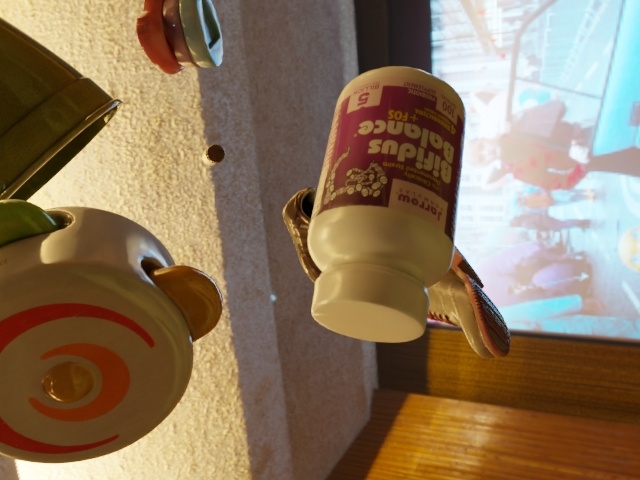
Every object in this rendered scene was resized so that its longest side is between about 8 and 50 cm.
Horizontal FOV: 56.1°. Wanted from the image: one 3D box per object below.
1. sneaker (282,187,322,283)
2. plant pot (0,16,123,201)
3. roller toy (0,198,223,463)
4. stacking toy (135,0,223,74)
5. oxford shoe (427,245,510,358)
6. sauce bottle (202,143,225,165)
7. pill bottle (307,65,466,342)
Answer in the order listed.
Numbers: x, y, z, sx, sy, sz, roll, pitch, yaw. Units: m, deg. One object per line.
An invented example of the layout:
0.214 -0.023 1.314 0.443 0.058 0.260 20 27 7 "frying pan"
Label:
0.000 0.000 0.968 0.066 0.071 0.188 -13 -116 -43 "sneaker"
-0.616 -0.250 1.061 0.353 0.367 0.366 46 -137 -17 "plant pot"
-0.205 0.081 0.506 0.210 0.146 0.191 16 -69 -26 "roller toy"
-0.220 -0.442 0.946 0.279 0.131 0.308 57 -153 -69 "stacking toy"
0.268 0.135 1.176 0.123 0.130 0.348 50 -166 -18 "oxford shoe"
-0.235 -0.183 1.308 0.128 0.042 0.042 -176 87 -74 "sauce bottle"
0.078 -0.042 0.712 0.169 0.169 0.301 53 -138 -53 "pill bottle"
